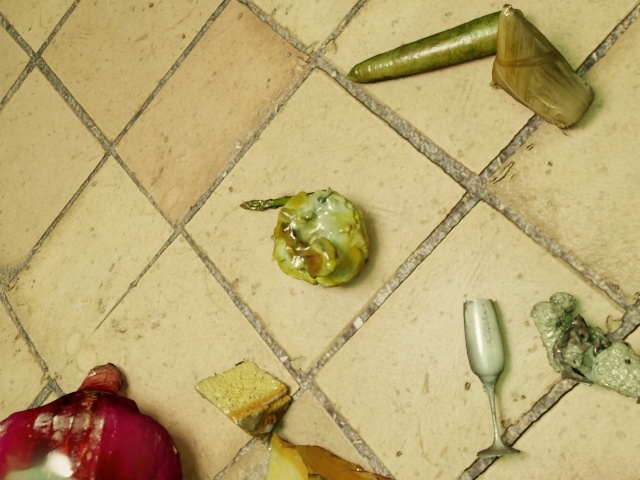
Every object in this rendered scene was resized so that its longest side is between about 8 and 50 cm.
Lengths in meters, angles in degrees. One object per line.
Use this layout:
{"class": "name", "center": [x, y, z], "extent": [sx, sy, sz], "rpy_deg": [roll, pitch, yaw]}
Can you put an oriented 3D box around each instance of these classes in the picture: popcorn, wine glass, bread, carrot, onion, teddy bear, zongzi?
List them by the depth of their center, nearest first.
{"class": "teddy bear", "center": [0.406, 0.179, 0.857], "extent": [0.213, 0.133, 0.111], "rpy_deg": [44, 125, 34]}
{"class": "bread", "center": [-0.008, 0.496, 0.910], "extent": [0.315, 0.279, 0.249], "rpy_deg": [17, 94, 15]}
{"class": "zongzi", "center": [0.366, -0.289, 0.936], "extent": [0.099, 0.197, 0.194], "rpy_deg": [-46, 67, 0]}
{"class": "wine glass", "center": [0.278, 0.219, 0.941], "extent": [0.074, 0.074, 0.263], "rpy_deg": [-10, 74, 23]}
{"class": "popcorn", "center": [0.000, 0.000, 1.052], "extent": [0.197, 0.212, 0.198], "rpy_deg": [4, 110, 10]}
{"class": "bread", "center": [-0.150, 0.303, 1.081], "extent": [0.147, 0.152, 0.127], "rpy_deg": [28, 84, 29]}
{"class": "carrot", "center": [0.213, -0.365, 1.095], "extent": [0.358, 0.074, 0.074], "rpy_deg": [-9, 75, 24]}
{"class": "onion", "center": [-0.469, 0.407, 1.110], "extent": [0.398, 0.398, 0.421], "rpy_deg": [-23, 47, 19]}

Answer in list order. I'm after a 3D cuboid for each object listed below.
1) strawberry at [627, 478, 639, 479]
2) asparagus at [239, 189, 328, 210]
{"class": "strawberry", "center": [0.386, 0.439, 0.740], "extent": [0.257, 0.261, 0.261], "rpy_deg": [-23, 70, 28]}
{"class": "asparagus", "center": [-0.065, -0.083, 1.184], "extent": [0.235, 0.034, 0.027], "rpy_deg": [-5, 85, 26]}
